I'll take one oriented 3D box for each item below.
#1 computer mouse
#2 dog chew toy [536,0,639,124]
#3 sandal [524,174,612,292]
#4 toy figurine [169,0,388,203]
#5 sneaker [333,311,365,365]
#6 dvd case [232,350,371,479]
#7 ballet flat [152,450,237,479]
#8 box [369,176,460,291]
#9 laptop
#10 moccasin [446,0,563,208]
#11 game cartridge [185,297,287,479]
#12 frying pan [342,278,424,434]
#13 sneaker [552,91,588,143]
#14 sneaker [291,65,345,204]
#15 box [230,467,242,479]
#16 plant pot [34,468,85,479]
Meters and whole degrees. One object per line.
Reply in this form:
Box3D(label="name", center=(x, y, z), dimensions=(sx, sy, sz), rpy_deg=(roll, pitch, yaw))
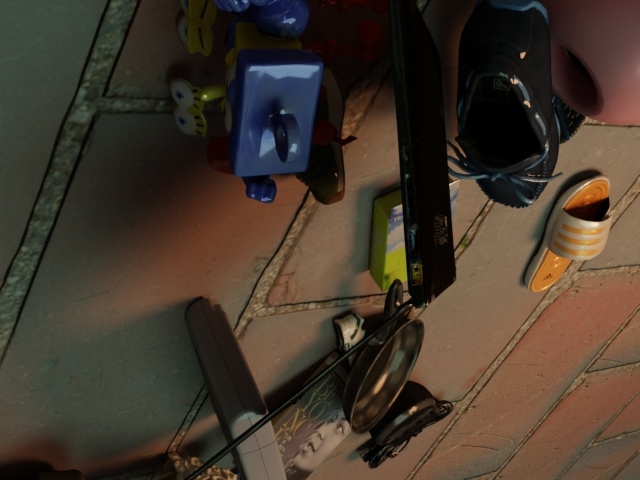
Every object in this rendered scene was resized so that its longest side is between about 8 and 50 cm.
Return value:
Box3D(label="computer mouse", center=(0.129, 0.295, 1.798), dimensions=(0.188, 0.072, 0.272), rpy_deg=(-35, 160, -3))
Box3D(label="dog chew toy", center=(0.391, -0.277, 1.170), dimensions=(0.332, 0.206, 0.206), rpy_deg=(-39, 149, -10))
Box3D(label="sandal", center=(0.397, 0.007, 1.649), dimensions=(0.102, 0.076, 0.265), rpy_deg=(-18, 144, -25))
Box3D(label="toy figurine", center=(-0.015, -0.156, 0.876), dimensions=(0.191, 0.217, 0.362), rpy_deg=(2, 130, -13))
Box3D(label="sneaker", center=(0.047, 0.143, 1.541), dimensions=(0.044, 0.040, 0.109), rpy_deg=(-28, 148, -15))
Box3D(label="dvd case", center=(-0.019, 0.288, 1.615), dimensions=(0.221, 0.018, 0.164), rpy_deg=(-47, 140, -11))
Box3D(label="ballet flat", center=(-0.232, 0.423, 1.410), dimensions=(0.147, 0.147, 0.409), rpy_deg=(-53, -177, 26))
Box3D(label="box", center=(0.121, -0.016, 1.395), dimensions=(0.109, 0.042, 0.178), rpy_deg=(-24, 146, -18))
Box3D(label="laptop", center=(0.000, 0.000, 1.014), dimensions=(0.236, 0.407, 0.382), rpy_deg=(-4, 180, 10))
Box3D(label="moccasin", center=(0.190, -0.125, 1.184), dimensions=(0.342, 0.138, 0.116), rpy_deg=(63, 40, -55))
Box3D(label="game cartridge", center=(-0.101, 0.228, 1.367), dimensions=(0.062, 0.198, 0.297), rpy_deg=(-17, 145, -8))
Box3D(label="frying pan", center=(0.076, 0.176, 1.538), dimensions=(0.197, 0.053, 0.326), rpy_deg=(-58, 156, -9))
Box3D(label="sneaker", center=(0.336, -0.216, 1.320), dimensions=(0.211, 0.080, 0.081), rpy_deg=(-52, 172, 21))
Box3D(label="sneaker", center=(-0.023, -0.102, 1.140), dimensions=(0.086, 0.064, 0.192), rpy_deg=(-18, 145, -12))
Box3D(label="box", center=(-0.081, 0.366, 1.702), dimensions=(0.169, 0.054, 0.059), rpy_deg=(-37, 147, 3))
Box3D(label="plant pot", center=(-0.411, 0.421, 1.321), dimensions=(0.229, 0.263, 0.263), rpy_deg=(1, 136, -20))
